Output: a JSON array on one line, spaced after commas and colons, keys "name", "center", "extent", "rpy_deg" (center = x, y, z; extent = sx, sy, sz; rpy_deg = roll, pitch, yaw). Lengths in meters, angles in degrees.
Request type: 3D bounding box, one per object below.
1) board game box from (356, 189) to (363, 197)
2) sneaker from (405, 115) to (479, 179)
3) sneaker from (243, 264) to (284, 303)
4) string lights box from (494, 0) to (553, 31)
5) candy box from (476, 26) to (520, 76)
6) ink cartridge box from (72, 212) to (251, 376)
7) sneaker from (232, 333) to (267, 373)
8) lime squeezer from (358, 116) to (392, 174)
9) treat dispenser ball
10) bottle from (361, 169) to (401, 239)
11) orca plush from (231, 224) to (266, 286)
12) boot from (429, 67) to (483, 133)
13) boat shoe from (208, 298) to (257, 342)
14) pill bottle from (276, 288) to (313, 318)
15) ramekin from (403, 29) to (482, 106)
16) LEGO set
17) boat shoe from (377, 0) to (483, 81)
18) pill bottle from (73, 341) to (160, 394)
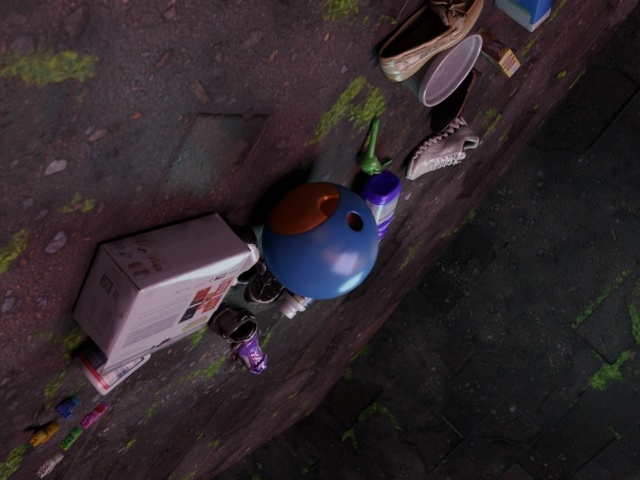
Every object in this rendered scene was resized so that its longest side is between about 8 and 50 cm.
[{"name": "board game box", "center": [0.111, -0.094, 2.119], "extent": [0.201, 0.035, 0.136], "rpy_deg": [-34, 157, -33]}, {"name": "sneaker", "center": [0.396, -0.285, 2.221], "extent": [0.292, 0.118, 0.110], "rpy_deg": [-39, 162, -16]}, {"name": "sneaker", "center": [-0.118, 0.089, 1.941], "extent": [0.271, 0.100, 0.108], "rpy_deg": [-37, -176, -36]}, {"name": "string lights box", "center": [0.513, -0.648, 1.688], "extent": [0.077, 0.133, 0.260], "rpy_deg": [-44, 162, -6]}, {"name": "candy box", "center": [0.499, -0.532, 1.938], "extent": [0.053, 0.109, 0.186], "rpy_deg": [-52, 161, 18]}, {"name": "ink cartridge box", "center": [-0.335, 0.107, 1.416], "extent": [0.309, 0.130, 0.272], "rpy_deg": [-21, 150, -52]}, {"name": "sneaker", "center": [-0.223, 0.380, 2.270], "extent": [0.095, 0.104, 0.236], "rpy_deg": [-38, 159, -18]}, {"name": "lime squeezer", "center": [0.148, -0.236, 1.910], "extent": [0.310, 0.058, 0.110], "rpy_deg": [46, 56, -71]}, {"name": "treat dispenser ball", "center": [0.000, 0.000, 1.672], "extent": [0.288, 0.288, 0.288], "rpy_deg": [-40, 161, -17]}, {"name": "bottle", "center": [0.169, -0.086, 2.056], "extent": [0.118, 0.092, 0.283], "rpy_deg": [-39, 157, -27]}, {"name": "orca plush", "center": [-0.186, 0.023, 1.619], "extent": [0.287, 0.151, 0.102], "rpy_deg": [88, 17, -61]}, {"name": "boot", "center": [0.412, -0.416, 2.037], "extent": [0.106, 0.082, 0.219], "rpy_deg": [-16, 144, -52]}, {"name": "boat shoe", "center": [-0.241, 0.257, 1.984], "extent": [0.112, 0.095, 0.335], "rpy_deg": [-45, 162, -4]}, {"name": "pill bottle", "center": [-0.061, 0.167, 2.193], "extent": [0.169, 0.094, 0.094], "rpy_deg": [-47, 162, 1]}, {"name": "ramekin", "center": [0.284, -0.441, 1.660], "extent": [0.207, 0.109, 0.207], "rpy_deg": [-40, 161, -17]}, {"name": "LEGO set", "center": [-0.612, 0.450, 1.585], "extent": [0.227, 0.087, 0.093], "rpy_deg": [-49, 177, 6]}, {"name": "boat shoe", "center": [0.247, -0.473, 1.521], "extent": [0.285, 0.104, 0.089], "rpy_deg": [-44, 158, 2]}, {"name": "pill bottle", "center": [-0.440, 0.244, 1.508], "extent": [0.180, 0.108, 0.108], "rpy_deg": [-39, 160, -20]}]
